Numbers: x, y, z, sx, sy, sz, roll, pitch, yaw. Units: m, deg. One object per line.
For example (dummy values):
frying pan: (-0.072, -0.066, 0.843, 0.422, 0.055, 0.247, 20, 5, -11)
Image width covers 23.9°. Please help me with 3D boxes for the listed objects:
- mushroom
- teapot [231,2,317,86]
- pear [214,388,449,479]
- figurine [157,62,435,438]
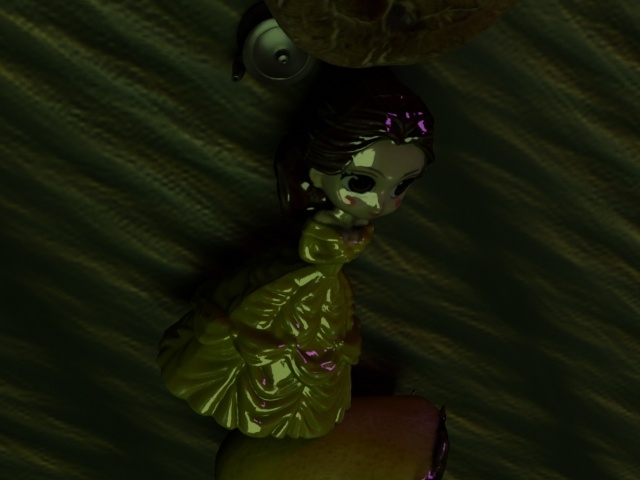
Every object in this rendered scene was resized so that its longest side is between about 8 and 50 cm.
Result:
mushroom: (0.071, -0.246, 1.127, 0.278, 0.146, 0.278, -6, 125, -9)
teapot: (-0.030, -0.160, 1.233, 0.100, 0.045, 0.068, -28, 128, 10)
pear: (-0.014, 0.228, 1.416, 0.178, 0.267, 0.267, 23, 119, -9)
figurine: (0.001, 0.003, 1.282, 0.187, 0.168, 0.315, 19, 122, -13)
